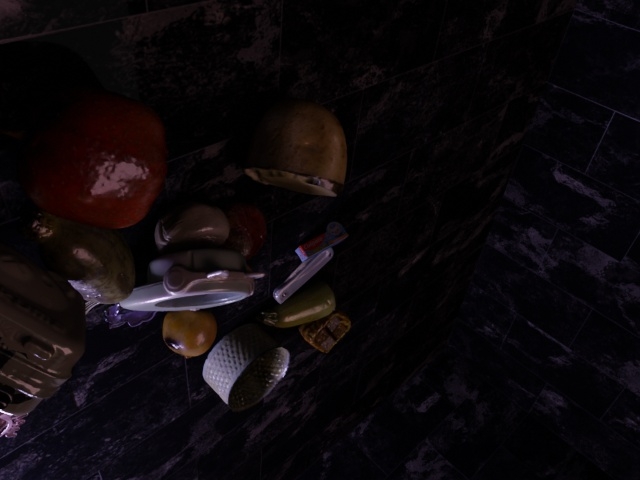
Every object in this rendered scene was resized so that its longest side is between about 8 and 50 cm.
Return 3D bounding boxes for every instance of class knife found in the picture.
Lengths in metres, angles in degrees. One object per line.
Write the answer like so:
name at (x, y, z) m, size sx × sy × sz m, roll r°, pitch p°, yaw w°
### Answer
knife at (-0.060, 0.108, 1.924) m, size 0.265 × 0.041 × 0.073 m, roll -44°, pitch 138°, yaw -15°

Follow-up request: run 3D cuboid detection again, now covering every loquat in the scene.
loquat at (-0.359, 0.242, 1.536) m, size 0.137 × 0.163 × 0.163 m, roll 14°, pitch 110°, yaw -44°

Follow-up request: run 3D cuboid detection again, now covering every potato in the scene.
potato at (-0.055, -0.235, 1.369) m, size 0.243 × 0.286 × 0.242 m, roll -7°, pitch 103°, yaw -35°

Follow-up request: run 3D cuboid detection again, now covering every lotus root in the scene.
lotus root at (-0.474, 0.026, 1.125) m, size 0.173 × 0.173 × 0.309 m, roll -45°, pitch 153°, yaw -14°

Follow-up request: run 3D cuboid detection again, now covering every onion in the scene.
onion at (-0.216, -0.009, 1.479) m, size 0.184 × 0.147 × 0.183 m, roll -20°, pitch 134°, yaw -23°

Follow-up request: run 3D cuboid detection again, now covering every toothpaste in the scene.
toothpaste at (0.000, 0.000, 1.886) m, size 0.194 × 0.070 × 0.044 m, roll -28°, pitch 171°, yaw -36°

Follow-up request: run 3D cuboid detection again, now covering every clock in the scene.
clock at (-0.291, 0.094, 1.334) m, size 0.324 × 0.108 × 0.265 m, roll -17°, pitch 164°, yaw 34°

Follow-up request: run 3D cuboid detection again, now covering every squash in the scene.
squash at (-0.093, 0.254, 1.962) m, size 0.288 × 0.137 × 0.137 m, roll -24°, pitch 140°, yaw -30°

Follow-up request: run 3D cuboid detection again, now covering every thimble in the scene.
thimble at (-0.246, 0.421, 1.880) m, size 0.271 × 0.150 × 0.270 m, roll -35°, pitch 146°, yaw -29°

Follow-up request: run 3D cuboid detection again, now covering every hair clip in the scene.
hair clip at (-0.458, 0.173, 1.433) m, size 0.196 × 0.052 × 0.124 m, roll -9°, pitch 123°, yaw -44°

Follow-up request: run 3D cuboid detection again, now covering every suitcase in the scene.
suitcase at (-0.564, 0.088, 0.928) m, size 0.352 × 0.339 × 0.194 m, roll 41°, pitch 89°, yaw -27°

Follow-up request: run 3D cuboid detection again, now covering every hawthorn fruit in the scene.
hawthorn fruit at (-0.423, -0.155, 0.986) m, size 0.301 × 0.254 × 0.254 m, roll 16°, pitch 111°, yaw -29°

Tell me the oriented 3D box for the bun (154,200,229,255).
bun at (-0.314, -0.031, 1.346) m, size 0.173 × 0.113 × 0.167 m, roll -1°, pitch 149°, yaw -48°

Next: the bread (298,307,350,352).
bread at (0.019, 0.341, 2.217) m, size 0.181 × 0.096 × 0.222 m, roll -50°, pitch 148°, yaw -6°

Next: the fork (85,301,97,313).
fork at (-0.594, 0.226, 1.303) m, size 0.219 × 0.029 × 0.034 m, roll -55°, pitch 158°, yaw -10°

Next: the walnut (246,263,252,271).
walnut at (-0.251, 0.095, 1.589) m, size 0.105 × 0.105 × 0.124 m, roll -54°, pitch 146°, yaw 2°

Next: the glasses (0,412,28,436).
glasses at (-0.704, 0.383, 1.269) m, size 0.162 × 0.095 × 0.255 m, roll -32°, pitch 150°, yaw -61°
